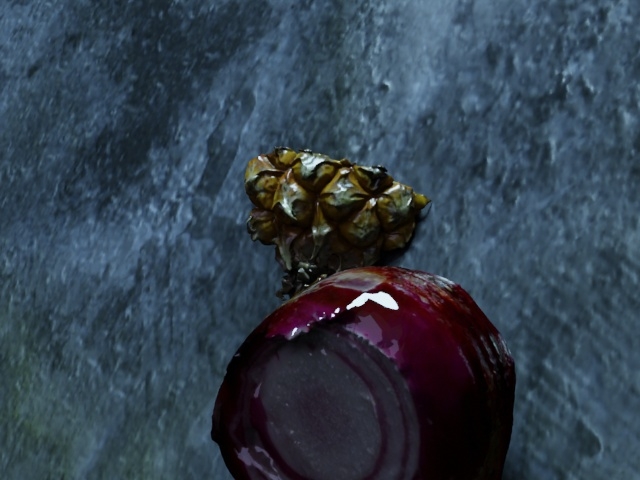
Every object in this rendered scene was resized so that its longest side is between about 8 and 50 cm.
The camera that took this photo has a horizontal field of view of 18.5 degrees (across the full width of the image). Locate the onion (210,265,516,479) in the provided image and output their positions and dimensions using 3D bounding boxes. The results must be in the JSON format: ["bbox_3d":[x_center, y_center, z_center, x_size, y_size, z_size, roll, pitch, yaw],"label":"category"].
[{"bbox_3d":[0.048,0.106,1.047,0.173,0.198,0.135,-41,-3,41],"label":"onion"}]

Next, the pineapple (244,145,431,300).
[{"bbox_3d":[0.000,0.000,1.219,0.077,0.114,0.114,-93,20,-86],"label":"pineapple"}]
